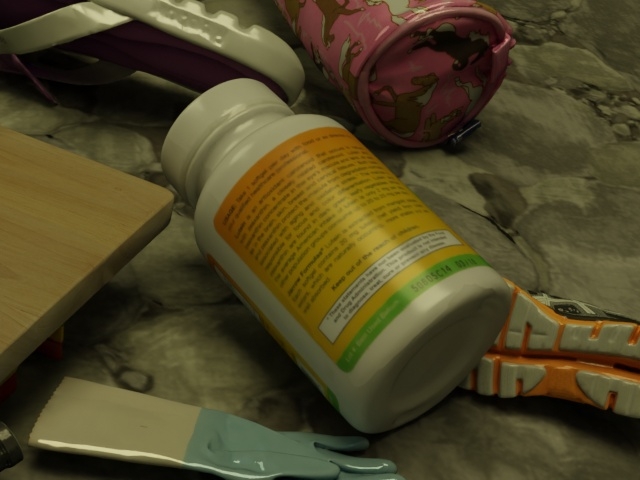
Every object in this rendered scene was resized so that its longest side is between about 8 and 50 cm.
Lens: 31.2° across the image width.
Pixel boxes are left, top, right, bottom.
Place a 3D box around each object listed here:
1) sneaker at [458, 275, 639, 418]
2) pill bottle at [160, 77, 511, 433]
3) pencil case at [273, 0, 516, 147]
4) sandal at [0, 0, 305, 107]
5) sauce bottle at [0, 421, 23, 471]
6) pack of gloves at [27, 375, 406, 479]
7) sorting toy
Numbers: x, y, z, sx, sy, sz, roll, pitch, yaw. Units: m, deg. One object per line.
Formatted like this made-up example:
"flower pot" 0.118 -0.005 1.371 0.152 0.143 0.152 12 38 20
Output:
"sneaker" 0.159 0.074 0.822 0.215 0.084 0.083 18 8 16
"pill bottle" 0.000 0.000 0.785 0.136 0.136 0.246 -20 55 -38
"pencil case" 0.050 -0.250 1.181 0.167 0.160 0.386 29 19 -38
"sandal" -0.222 -0.176 1.029 0.416 0.169 0.102 14 74 11
"sauce bottle" -0.220 0.140 0.610 0.128 0.042 0.042 -34 54 -30
"pack of gloves" -0.063 0.162 0.662 0.232 0.046 0.195 11 20 0
"sorting toy" -0.271 0.017 0.752 0.257 0.089 0.255 21 35 14
